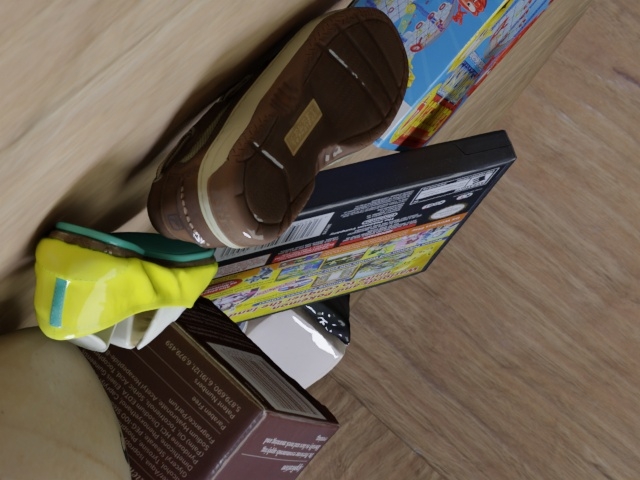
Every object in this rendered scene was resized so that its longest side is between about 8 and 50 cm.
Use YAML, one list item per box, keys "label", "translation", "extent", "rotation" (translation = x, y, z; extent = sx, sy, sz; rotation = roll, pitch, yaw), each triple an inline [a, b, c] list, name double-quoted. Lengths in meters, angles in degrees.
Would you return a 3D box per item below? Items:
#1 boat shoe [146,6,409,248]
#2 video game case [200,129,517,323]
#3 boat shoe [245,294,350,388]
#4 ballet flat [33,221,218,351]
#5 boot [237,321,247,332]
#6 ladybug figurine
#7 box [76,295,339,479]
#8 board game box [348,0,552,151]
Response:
- label: "boat shoe"
  translation: [-0.032, -0.081, 1.150]
  extent: [0.095, 0.095, 0.257]
  rotation: [-10, -158, 35]
- label: "video game case"
  translation: [0.000, 0.000, 1.452]
  extent: [0.275, 0.035, 0.248]
  rotation: [-15, 162, -21]
- label: "boat shoe"
  translation: [-0.094, 0.124, 1.834]
  extent: [0.340, 0.127, 0.158]
  rotation: [-34, -155, 27]
- label: "ballet flat"
  translation: [-0.126, 0.031, 1.090]
  extent: [0.231, 0.077, 0.077]
  rotation: [7, 95, -78]
- label: "boot"
  translation: [-0.117, 0.090, 1.633]
  extent: [0.190, 0.069, 0.086]
  rotation: [-42, 177, -44]
- label: "ladybug figurine"
  translation: [-0.265, 0.248, 1.119]
  extent: [0.449, 0.162, 0.305]
  rotation: [-51, 174, 30]
- label: "box"
  translation: [-0.128, 0.157, 1.317]
  extent: [0.203, 0.167, 0.168]
  rotation: [-50, 159, 5]
- label: "board game box"
  translation: [0.131, -0.211, 1.391]
  extent: [0.302, 0.086, 0.308]
  rotation: [-49, 174, 8]
